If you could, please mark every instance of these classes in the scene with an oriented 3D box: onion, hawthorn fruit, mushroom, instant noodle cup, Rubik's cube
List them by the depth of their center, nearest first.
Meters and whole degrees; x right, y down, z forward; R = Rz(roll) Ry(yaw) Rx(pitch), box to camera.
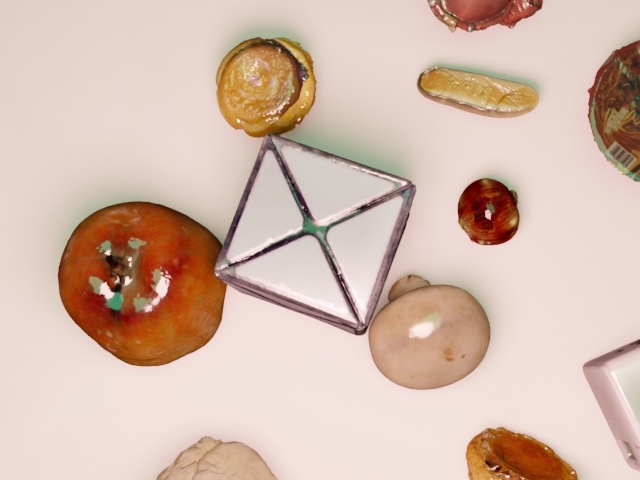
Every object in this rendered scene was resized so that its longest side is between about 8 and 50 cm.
[{"bbox_3d":[-0.298,0.061,1.503,0.267,0.301,0.268,-5,70,14],"label":"hawthorn fruit"},{"bbox_3d":[0.000,0.000,1.514,0.254,0.260,0.259,19,86,7],"label":"Rubik's cube"},{"bbox_3d":[0.174,0.140,1.532,0.204,0.204,0.204,-1,82,4],"label":"mushroom"},{"bbox_3d":[0.289,-0.050,1.576,0.118,0.118,0.117,-37,77,-2],"label":"onion"},{"bbox_3d":[0.587,-0.211,1.583,0.274,0.091,0.274,-1,82,4],"label":"instant noodle cup"}]

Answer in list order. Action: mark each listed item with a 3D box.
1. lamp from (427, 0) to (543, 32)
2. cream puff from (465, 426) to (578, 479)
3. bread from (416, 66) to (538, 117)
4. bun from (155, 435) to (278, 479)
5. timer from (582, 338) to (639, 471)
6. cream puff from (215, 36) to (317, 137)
[{"bbox_3d":[0.274,-0.466,1.625,0.223,0.151,0.215,1,87,-39],"label":"lamp"},{"bbox_3d":[0.303,0.418,1.497,0.183,0.183,0.169,21,110,7],"label":"cream puff"},{"bbox_3d":[0.275,-0.257,1.632,0.214,0.053,0.073,13,79,8],"label":"bread"},{"bbox_3d":[-0.170,0.453,1.490,0.281,0.205,0.282,-8,112,-20],"label":"bun"},{"bbox_3d":[0.559,0.247,1.470,0.195,0.192,0.194,-25,81,1],"label":"timer"},{"bbox_3d":[-0.092,-0.270,1.622,0.189,0.129,0.189,0,88,11],"label":"cream puff"}]
